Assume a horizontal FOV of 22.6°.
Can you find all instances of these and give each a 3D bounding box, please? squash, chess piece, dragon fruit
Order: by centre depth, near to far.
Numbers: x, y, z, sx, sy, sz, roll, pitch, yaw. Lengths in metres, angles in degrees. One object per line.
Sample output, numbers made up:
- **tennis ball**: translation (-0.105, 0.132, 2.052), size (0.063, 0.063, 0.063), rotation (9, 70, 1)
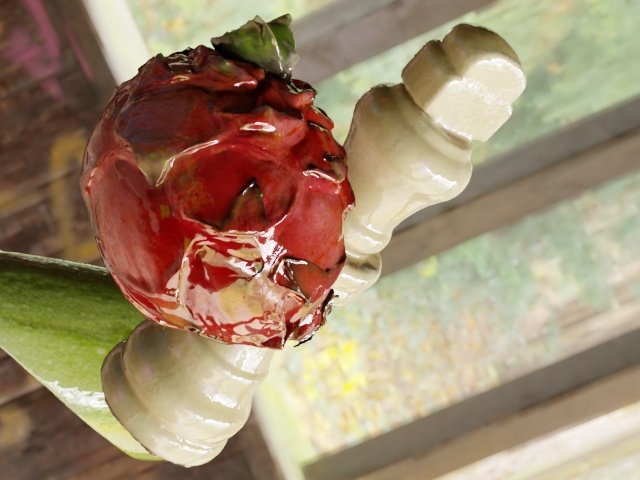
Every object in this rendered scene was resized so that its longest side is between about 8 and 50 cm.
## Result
- **dragon fruit**: translation (-0.062, -0.028, 0.987), size (0.172, 0.172, 0.210), rotation (-55, 136, -78)
- **chess piece**: translation (0.000, 0.000, 1.164), size (0.117, 0.397, 0.117), rotation (36, 24, -19)
- **squash**: translation (-0.259, 0.108, 1.508), size (0.189, 0.260, 0.189), rotation (-173, -90, -69)
